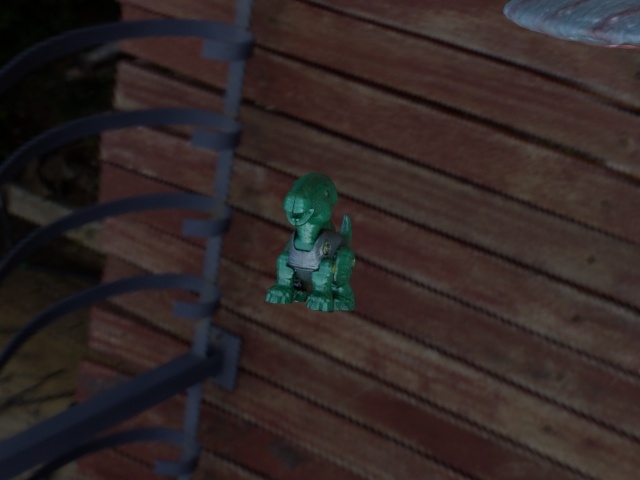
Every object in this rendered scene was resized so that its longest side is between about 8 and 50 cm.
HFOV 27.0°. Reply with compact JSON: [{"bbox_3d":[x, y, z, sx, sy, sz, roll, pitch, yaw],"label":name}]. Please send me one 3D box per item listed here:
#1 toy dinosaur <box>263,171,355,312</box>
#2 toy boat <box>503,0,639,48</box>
[{"bbox_3d":[0.000,0.000,0.947,0.059,0.132,0.096,10,95,17],"label":"toy dinosaur"},{"bbox_3d":[0.244,-0.175,1.022,0.206,0.282,0.096,-4,110,9],"label":"toy boat"}]
